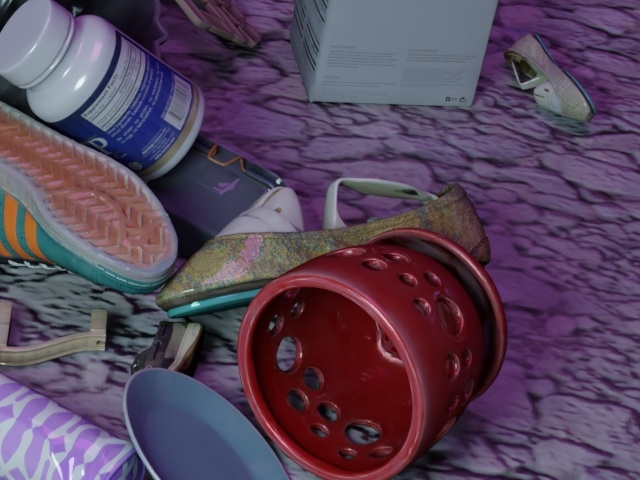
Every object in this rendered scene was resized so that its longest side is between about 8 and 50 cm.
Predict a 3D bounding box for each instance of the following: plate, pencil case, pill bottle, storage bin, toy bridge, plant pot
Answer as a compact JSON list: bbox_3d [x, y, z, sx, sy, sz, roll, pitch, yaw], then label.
[{"bbox_3d":[-0.092,0.181,1.420,0.188,0.024,0.188,40,21,-18],"label":"plate"},{"bbox_3d":[-0.241,0.163,1.417,0.206,0.086,0.088,24,73,20],"label":"pencil case"},{"bbox_3d":[-0.210,-0.145,1.655,0.186,0.112,0.112,34,23,-34],"label":"pill bottle"},{"bbox_3d":[-0.109,-0.034,1.709,0.135,0.098,0.091,28,50,21],"label":"storage bin"},{"bbox_3d":[-0.283,0.082,1.557,0.188,0.026,0.063,5,38,-8],"label":"toy bridge"},{"bbox_3d":[0.051,0.091,1.506,0.191,0.191,0.174,30,32,23],"label":"plant pot"}]

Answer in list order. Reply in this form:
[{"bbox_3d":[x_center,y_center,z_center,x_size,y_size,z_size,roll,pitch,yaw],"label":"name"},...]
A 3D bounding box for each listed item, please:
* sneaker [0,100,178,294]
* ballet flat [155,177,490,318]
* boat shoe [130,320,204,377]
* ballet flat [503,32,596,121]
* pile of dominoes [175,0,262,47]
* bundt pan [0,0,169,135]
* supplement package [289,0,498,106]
[{"bbox_3d":[-0.251,-0.022,1.623,0.302,0.121,0.108,33,45,25],"label":"sneaker"},{"bbox_3d":[0.000,0.000,1.652,0.348,0.123,0.123,-6,40,-27],"label":"ballet flat"},{"bbox_3d":[-0.141,0.119,1.529,0.049,0.056,0.152,11,27,8],"label":"boat shoe"},{"bbox_3d":[0.261,-0.178,2.033,0.052,0.057,0.168,-27,40,-2],"label":"ballet flat"},{"bbox_3d":[-0.174,-0.301,1.996,0.251,0.040,0.196,52,15,20],"label":"pile of dominoes"},{"bbox_3d":[-0.331,-0.235,1.822,0.330,0.124,0.331,25,37,-21],"label":"bundt pan"},{"bbox_3d":[0.083,-0.274,1.975,0.194,0.203,0.149,1,38,-15],"label":"supplement package"}]
